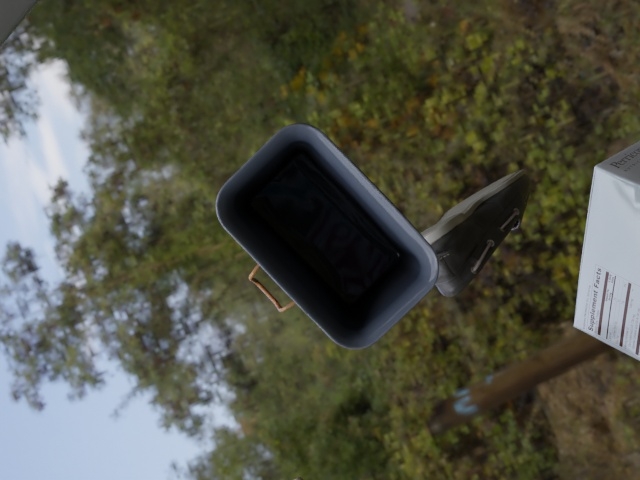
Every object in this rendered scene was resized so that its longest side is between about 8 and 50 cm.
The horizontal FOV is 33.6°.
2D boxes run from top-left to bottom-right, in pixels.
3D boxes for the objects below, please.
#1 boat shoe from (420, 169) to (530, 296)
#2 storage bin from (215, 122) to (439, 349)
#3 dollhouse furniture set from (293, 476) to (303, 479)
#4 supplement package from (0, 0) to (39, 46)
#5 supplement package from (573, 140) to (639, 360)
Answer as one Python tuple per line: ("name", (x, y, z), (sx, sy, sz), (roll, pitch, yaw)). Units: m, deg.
("boat shoe", (0.236, -0.012, 1.586), (0.335, 0.112, 0.095), (-32, -87, -51))
("storage bin", (0.000, 0.000, 0.692), (0.135, 0.098, 0.091), (46, -178, -2))
("dollhouse furniture set", (-0.104, 0.380, 1.061), (0.151, 0.301, 0.197), (53, 171, 31))
("supplement package", (-0.219, -0.109, 0.427), (0.133, 0.244, 0.139), (9, 148, 44))
("supplement package", (0.333, 0.009, 0.783), (0.203, 0.194, 0.149), (29, 134, 38))
